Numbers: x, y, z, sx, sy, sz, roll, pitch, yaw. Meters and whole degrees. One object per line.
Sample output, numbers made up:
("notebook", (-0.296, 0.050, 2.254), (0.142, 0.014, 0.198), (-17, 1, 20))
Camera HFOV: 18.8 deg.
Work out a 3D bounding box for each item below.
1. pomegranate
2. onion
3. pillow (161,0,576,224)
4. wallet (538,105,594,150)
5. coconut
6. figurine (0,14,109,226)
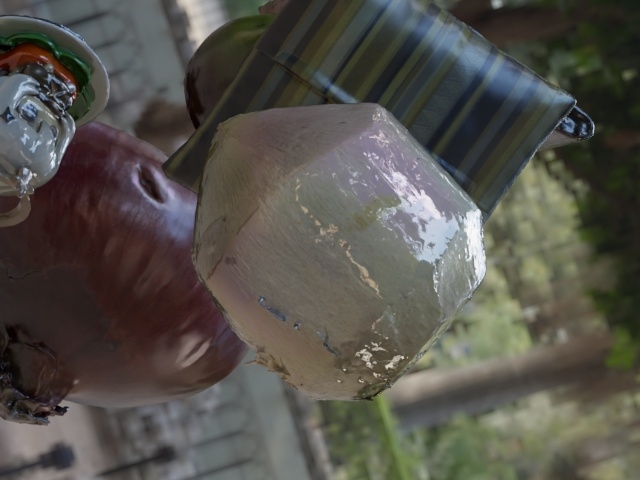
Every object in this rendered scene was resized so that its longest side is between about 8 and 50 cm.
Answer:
("pomegranate", (-0.042, -0.123, 1.432), (0.129, 0.129, 0.159), (69, 0, -57))
("onion", (-0.225, 0.048, 1.718), (0.347, 0.348, 0.285), (70, 37, -51))
("pillow", (0.034, -0.072, 1.331), (0.212, 0.208, 0.052), (35, 3, -9))
("wallet", (0.125, -0.128, 1.762), (0.044, 0.170, 0.321), (-65, -169, -5))
("coconut", (0.000, 0.000, 1.148), (0.183, 0.171, 0.171), (41, 0, 4))
("figurine", (-0.240, -0.080, 1.490), (0.132, 0.132, 0.153), (70, 22, -46))
